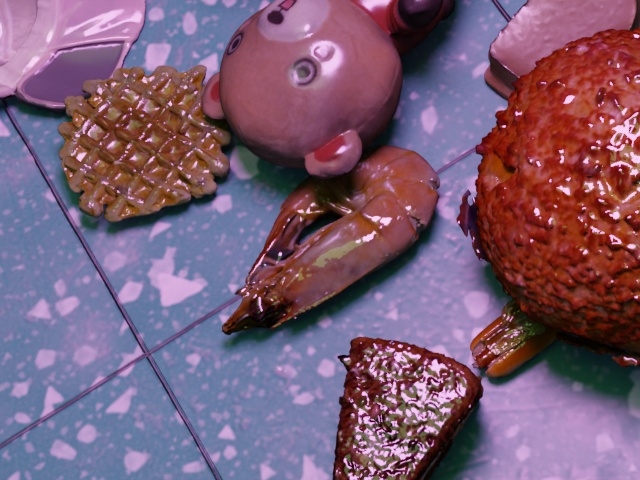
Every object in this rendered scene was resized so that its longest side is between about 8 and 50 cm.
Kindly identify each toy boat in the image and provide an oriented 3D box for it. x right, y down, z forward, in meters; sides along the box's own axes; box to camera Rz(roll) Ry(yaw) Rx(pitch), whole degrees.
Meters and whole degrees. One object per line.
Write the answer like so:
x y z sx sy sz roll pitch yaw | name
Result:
0.260 -0.213 1.904 0.116 0.061 0.188 38 80 24 | toy boat

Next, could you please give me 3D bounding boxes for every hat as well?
-0.322 -0.261 2.002 0.275 0.232 0.161 -17 37 -9 | hat

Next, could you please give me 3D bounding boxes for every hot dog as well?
0.198 0.081 1.804 0.133 0.041 0.056 -36 65 -3 | hot dog

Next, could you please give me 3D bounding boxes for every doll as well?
0.029 -0.218 1.907 0.235 0.174 0.330 31 80 37 | doll

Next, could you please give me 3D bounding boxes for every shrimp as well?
0.000 0.001 1.876 0.267 0.061 0.145 -44 56 -4 | shrimp

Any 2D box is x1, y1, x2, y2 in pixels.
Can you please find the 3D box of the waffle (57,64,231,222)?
-0.184 -0.106 1.962 0.183 0.036 0.169 -13 70 0 | waffle

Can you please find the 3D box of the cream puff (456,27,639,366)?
0.307 -0.057 1.722 0.350 0.229 0.350 0 58 1 | cream puff

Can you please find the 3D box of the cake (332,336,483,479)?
0.080 0.218 1.736 0.135 0.112 0.246 1 68 11 | cake
